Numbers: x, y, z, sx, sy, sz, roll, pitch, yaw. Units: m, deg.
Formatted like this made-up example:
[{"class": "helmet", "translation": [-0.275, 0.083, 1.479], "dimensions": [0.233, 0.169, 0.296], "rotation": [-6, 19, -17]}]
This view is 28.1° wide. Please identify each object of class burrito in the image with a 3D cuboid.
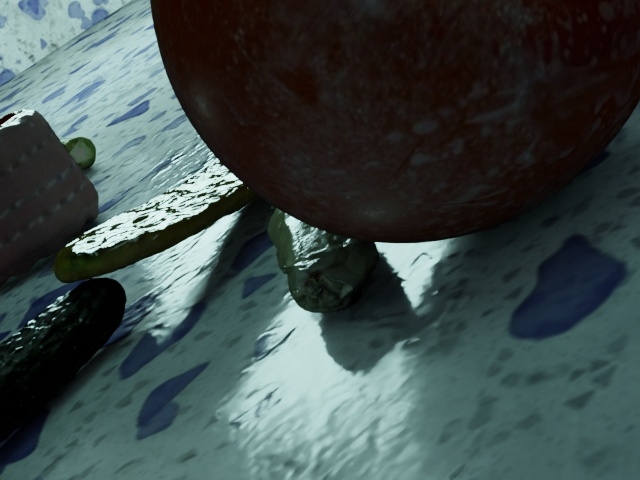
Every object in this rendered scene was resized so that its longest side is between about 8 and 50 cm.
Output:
[{"class": "burrito", "translation": [-0.001, -0.001, 0.758], "dimensions": [0.058, 0.045, 0.188], "rotation": [-45, 20, 8]}]

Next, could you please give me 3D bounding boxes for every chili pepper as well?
[{"class": "chili pepper", "translation": [-0.316, -0.093, 1.487], "dimensions": [0.052, 0.050, 0.201], "rotation": [1, -6, -38]}]

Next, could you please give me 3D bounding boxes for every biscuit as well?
[{"class": "biscuit", "translation": [-0.089, -0.024, 0.918], "dimensions": [0.118, 0.029, 0.247], "rotation": [-7, 17, 39]}]

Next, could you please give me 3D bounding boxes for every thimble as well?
[{"class": "thimble", "translation": [-0.309, -0.033, 1.198], "dimensions": [0.189, 0.125, 0.163], "rotation": [-26, 17, 16]}]

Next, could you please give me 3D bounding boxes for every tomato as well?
[{"class": "tomato", "translation": [0.039, -0.120, 0.677], "dimensions": [0.270, 0.270, 0.227], "rotation": [-51, -9, -44]}]

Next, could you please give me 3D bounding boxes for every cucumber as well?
[{"class": "cucumber", "translation": [-0.198, 0.088, 0.822], "dimensions": [0.214, 0.058, 0.052], "rotation": [-40, -24, -39]}]
